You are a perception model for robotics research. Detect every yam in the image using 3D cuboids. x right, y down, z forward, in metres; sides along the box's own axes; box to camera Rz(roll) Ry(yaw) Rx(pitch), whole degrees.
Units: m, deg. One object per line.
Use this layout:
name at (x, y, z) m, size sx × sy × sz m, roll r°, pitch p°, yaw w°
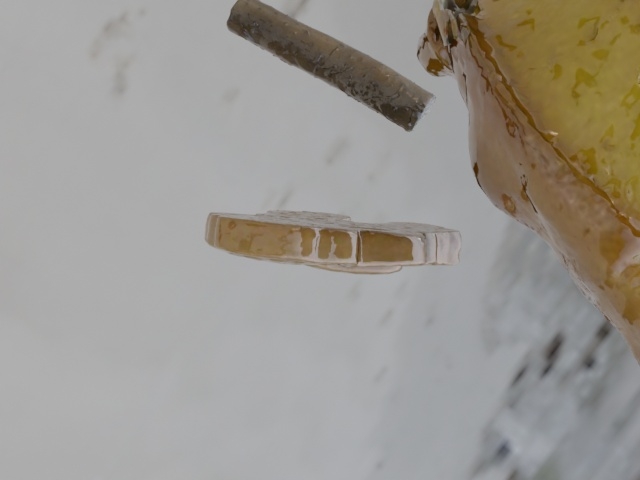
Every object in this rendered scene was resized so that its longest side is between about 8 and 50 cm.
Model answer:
yam at (0.007, -0.116, 1.290) m, size 0.032 × 0.145 × 0.032 m, roll -57°, pitch 168°, yaw -18°

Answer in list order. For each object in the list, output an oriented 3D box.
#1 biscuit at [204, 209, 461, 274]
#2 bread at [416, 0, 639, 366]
biscuit at (0.003, 0.000, 1.258) m, size 0.236 × 0.144 × 0.040 m, roll -9°, pitch 100°, yaw -70°
bread at (0.229, -0.050, 1.061) m, size 0.204 × 0.358 × 0.337 m, roll -45°, pitch 177°, yaw 16°
